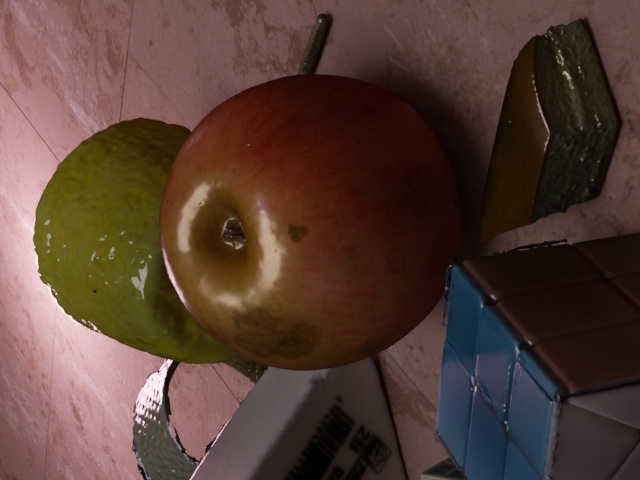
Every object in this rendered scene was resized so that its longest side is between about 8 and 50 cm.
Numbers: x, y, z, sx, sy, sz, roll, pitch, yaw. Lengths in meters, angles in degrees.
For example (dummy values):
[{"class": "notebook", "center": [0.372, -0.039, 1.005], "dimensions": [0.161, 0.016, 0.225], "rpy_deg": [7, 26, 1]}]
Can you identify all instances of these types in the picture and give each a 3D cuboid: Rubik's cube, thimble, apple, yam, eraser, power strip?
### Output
[{"class": "Rubik's cube", "center": [0.258, 0.150, 1.055], "dimensions": [0.225, 0.221, 0.231], "rpy_deg": [-124, 30, -55]}, {"class": "thimble", "center": [-0.154, 0.289, 1.743], "dimensions": [0.271, 0.270, 0.150], "rpy_deg": [61, 143, 12]}, {"class": "apple", "center": [-0.020, -0.018, 1.308], "dimensions": [0.364, 0.363, 0.364], "rpy_deg": [31, 131, 44]}, {"class": "yam", "center": [-0.010, -0.254, 1.460], "dimensions": [0.021, 0.021, 0.116], "rpy_deg": [53, 144, 24]}, {"class": "eraser", "center": [-0.012, 0.295, 1.587], "dimensions": [0.150, 0.331, 0.331], "rpy_deg": [-5, 103, 55]}, {"class": "power strip", "center": [0.209, 0.303, 1.387], "dimensions": [0.192, 0.081, 0.035], "rpy_deg": [-8, 99, 57]}]

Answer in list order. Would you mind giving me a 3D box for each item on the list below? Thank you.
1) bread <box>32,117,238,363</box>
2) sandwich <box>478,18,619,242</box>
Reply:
[{"class": "bread", "center": [-0.210, 0.010, 1.620], "dimensions": [0.307, 0.348, 0.348], "rpy_deg": [22, 125, 39]}, {"class": "sandwich", "center": [0.232, -0.092, 1.131], "dimensions": [0.096, 0.094, 0.258], "rpy_deg": [45, 141, 40]}]
